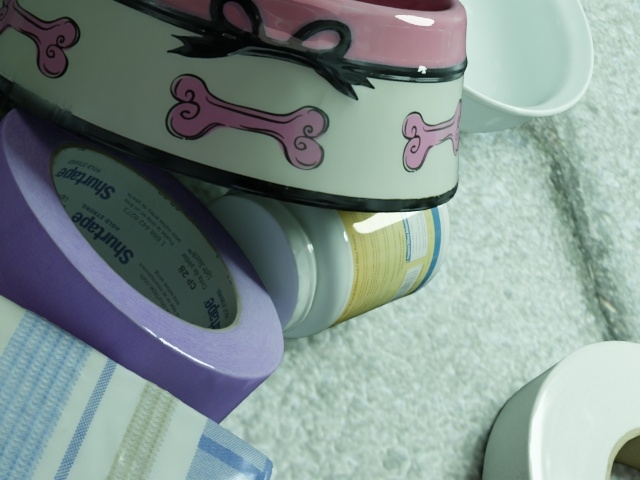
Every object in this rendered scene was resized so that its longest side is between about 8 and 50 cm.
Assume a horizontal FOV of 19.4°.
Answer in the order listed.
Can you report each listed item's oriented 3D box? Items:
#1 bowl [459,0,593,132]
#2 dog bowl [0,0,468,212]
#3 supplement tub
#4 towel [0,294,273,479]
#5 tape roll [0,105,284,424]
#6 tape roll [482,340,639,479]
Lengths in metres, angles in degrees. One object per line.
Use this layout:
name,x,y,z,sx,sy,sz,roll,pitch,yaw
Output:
bowl,0.119,-0.214,1.858,0.298,0.134,0.298,23,47,-26
dog bowl,-0.063,-0.167,1.492,0.408,0.150,0.408,15,17,-5
supplement tub,0.000,0.000,1.582,0.199,0.144,0.144,-20,74,-48
towel,-0.169,0.138,1.182,0.285,0.034,0.209,32,33,-11
tape roll,-0.156,0.025,1.394,0.275,0.090,0.275,40,18,-16
tape roll,0.317,0.278,1.705,0.392,0.072,0.392,23,47,-28
